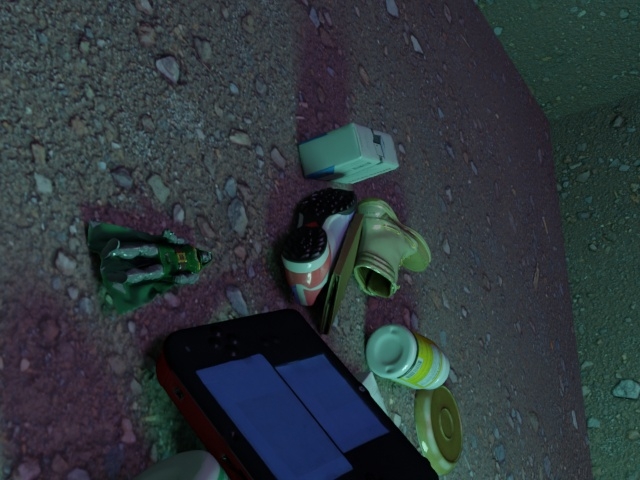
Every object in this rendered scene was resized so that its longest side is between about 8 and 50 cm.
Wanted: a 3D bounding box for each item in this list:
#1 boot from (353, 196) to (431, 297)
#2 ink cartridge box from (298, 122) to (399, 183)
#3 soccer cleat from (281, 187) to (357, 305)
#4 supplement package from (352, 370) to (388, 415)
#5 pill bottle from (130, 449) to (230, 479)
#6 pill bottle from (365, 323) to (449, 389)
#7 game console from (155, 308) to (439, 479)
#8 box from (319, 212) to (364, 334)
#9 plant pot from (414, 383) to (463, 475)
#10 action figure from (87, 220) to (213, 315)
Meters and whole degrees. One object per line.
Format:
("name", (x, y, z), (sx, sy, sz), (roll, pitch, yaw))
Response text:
("boot", (0.164, 0.051, 1.866), (0.262, 0.095, 0.204), (45, 40, -40))
("ink cartridge box", (0.062, -0.181, 1.753), (0.190, 0.139, 0.082), (-1, 75, -61))
("soccer cleat", (0.000, 0.000, 1.620), (0.318, 0.108, 0.117), (-63, 155, -56))
("supplement package", (0.027, 0.368, 1.416), (0.194, 0.149, 0.203), (-37, 109, -59))
("pill bottle", (-0.122, 0.458, 1.004), (0.361, 0.204, 0.204), (58, 32, -11))
("pill bottle", (0.197, 0.261, 1.801), (0.208, 0.119, 0.119), (31, 51, -52))
("game console", (-0.031, 0.262, 1.221), (0.342, 0.060, 0.386), (-10, 51, -50))
("box", (0.044, 0.064, 1.631), (0.201, 0.021, 0.165), (-65, 168, -49))
("plant pot", (0.292, 0.442, 1.973), (0.236, 0.032, 0.237), (35, 48, -49))
("action figure", (-0.234, 0.030, 1.216), (0.232, 0.063, 0.137), (-4, 77, -64))
